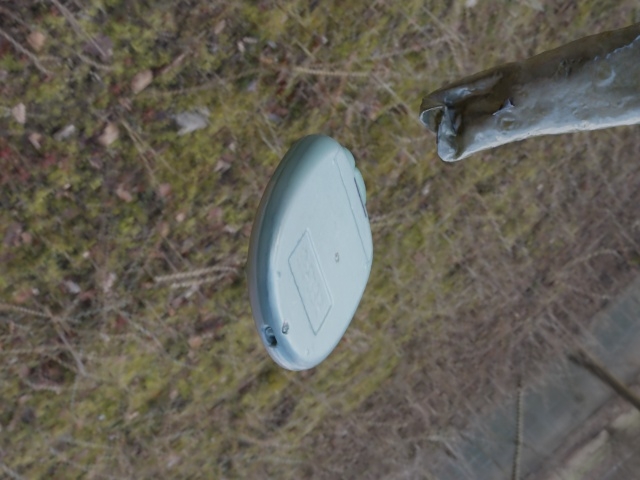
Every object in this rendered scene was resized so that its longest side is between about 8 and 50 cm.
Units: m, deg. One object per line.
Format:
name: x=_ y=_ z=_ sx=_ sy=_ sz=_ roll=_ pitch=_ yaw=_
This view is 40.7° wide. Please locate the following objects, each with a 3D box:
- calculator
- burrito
calculator: x=0.000 y=0.000 z=0.838 sx=0.295 sy=0.042 sz=0.184 roll=-63 pitch=141 yaw=-52
burrito: x=0.188 y=-0.114 z=0.668 sx=0.226 sy=0.087 sz=0.060 roll=-12 pitch=-149 yaw=24
